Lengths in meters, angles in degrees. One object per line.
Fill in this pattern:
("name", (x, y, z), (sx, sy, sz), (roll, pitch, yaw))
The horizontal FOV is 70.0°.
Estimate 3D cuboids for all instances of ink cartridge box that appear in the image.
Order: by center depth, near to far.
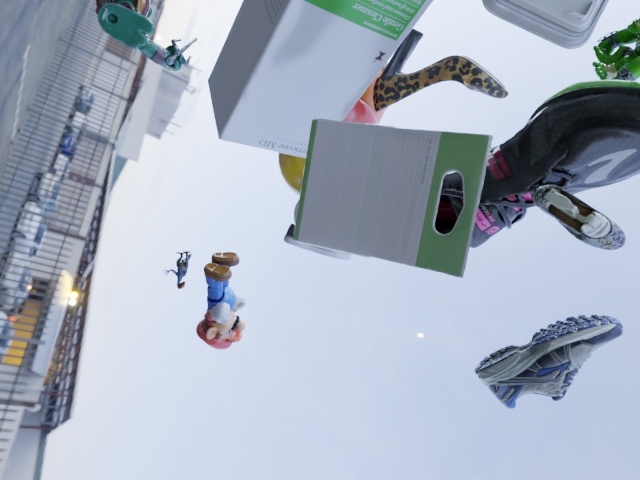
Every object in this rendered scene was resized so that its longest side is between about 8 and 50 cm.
("ink cartridge box", (0.085, -0.060, 0.587), (0.235, 0.056, 0.170), (12, -84, 26))

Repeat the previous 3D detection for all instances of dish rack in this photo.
("dish rack", (0.583, -0.662, 1.100), (0.332, 0.286, 0.072), (-61, 175, -3))

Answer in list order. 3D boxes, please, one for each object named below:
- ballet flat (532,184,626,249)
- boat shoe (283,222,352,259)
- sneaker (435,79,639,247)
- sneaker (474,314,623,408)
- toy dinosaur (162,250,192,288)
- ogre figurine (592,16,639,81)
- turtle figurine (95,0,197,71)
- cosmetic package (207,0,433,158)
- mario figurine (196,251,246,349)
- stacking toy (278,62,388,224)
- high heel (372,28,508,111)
("ballet flat", (0.301, -0.028, 0.535), (0.114, 0.041, 0.041), (39, -69, 20))
("boat shoe", (0.000, 0.000, 1.451), (0.080, 0.229, 0.075), (-128, -125, -79))
("sneaker", (0.314, -0.084, 0.748), (0.483, 0.185, 0.202), (-24, -149, 51))
("sneaker", (0.220, 0.116, 0.432), (0.135, 0.052, 0.058), (-33, -97, 22))
("toy dinosaur", (-0.293, 0.064, 0.985), (0.047, 0.090, 0.081), (-5, -97, 20))
("ogre figurine", (0.577, -0.350, 0.842), (0.118, 0.096, 0.197), (-30, -173, 43))
("turtle figurine", (-0.228, -0.307, 0.586), (0.234, 0.118, 0.175), (-120, -157, -65))
("cosmetic package", (-0.017, -0.312, 0.707), (0.365, 0.197, 0.155), (-49, -133, 43))
("mario figurine", (-0.273, 0.199, 1.388), (0.170, 0.198, 0.320), (30, -53, 33))
("stacking toy", (-0.003, -0.217, 1.106), (0.351, 0.351, 0.478), (-26, -128, 51))
("high heel", (0.251, -0.317, 0.996), (0.186, 0.261, 0.093), (-60, 168, 20))
